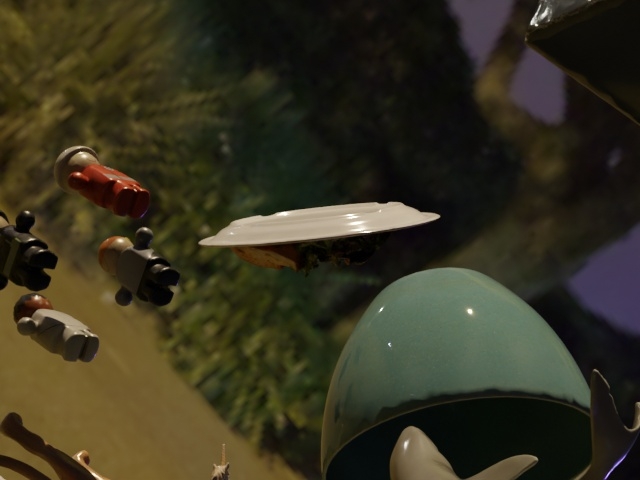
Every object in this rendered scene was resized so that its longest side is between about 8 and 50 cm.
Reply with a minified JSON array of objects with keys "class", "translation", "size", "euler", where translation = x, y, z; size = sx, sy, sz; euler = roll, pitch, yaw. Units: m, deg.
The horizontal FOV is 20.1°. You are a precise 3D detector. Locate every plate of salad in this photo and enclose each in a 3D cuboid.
[{"class":"plate of salad","translation":[0.000,0.000,1.479],"size":[0.200,0.200,0.048],"euler":[-115,-162,-86]}]

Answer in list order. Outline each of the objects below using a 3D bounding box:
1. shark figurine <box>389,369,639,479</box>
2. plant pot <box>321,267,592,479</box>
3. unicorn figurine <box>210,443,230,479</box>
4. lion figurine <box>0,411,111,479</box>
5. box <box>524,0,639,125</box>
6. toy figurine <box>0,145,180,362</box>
[{"class":"shark figurine","translation":[0.117,0.191,1.359],"size":[0.116,0.166,0.278],"euler":[29,-28,-29]},{"class":"plant pot","translation":[0.133,0.145,1.881],"size":[0.290,0.290,0.195],"euler":[49,27,-54]},{"class":"unicorn figurine","translation":[-0.138,0.344,2.184],"size":[0.060,0.162,0.111],"euler":[15,-43,53]},{"class":"lion figurine","translation":[-0.270,0.348,2.221],"size":[0.240,0.142,0.392],"euler":[35,2,24]},{"class":"box","translation":[0.522,-0.293,1.772],"size":[0.480,0.471,0.297],"euler":[32,-23,-22]},{"class":"toy figurine","translation":[-0.294,0.018,2.137],"size":[0.148,0.213,0.209],"euler":[29,-29,42]}]
